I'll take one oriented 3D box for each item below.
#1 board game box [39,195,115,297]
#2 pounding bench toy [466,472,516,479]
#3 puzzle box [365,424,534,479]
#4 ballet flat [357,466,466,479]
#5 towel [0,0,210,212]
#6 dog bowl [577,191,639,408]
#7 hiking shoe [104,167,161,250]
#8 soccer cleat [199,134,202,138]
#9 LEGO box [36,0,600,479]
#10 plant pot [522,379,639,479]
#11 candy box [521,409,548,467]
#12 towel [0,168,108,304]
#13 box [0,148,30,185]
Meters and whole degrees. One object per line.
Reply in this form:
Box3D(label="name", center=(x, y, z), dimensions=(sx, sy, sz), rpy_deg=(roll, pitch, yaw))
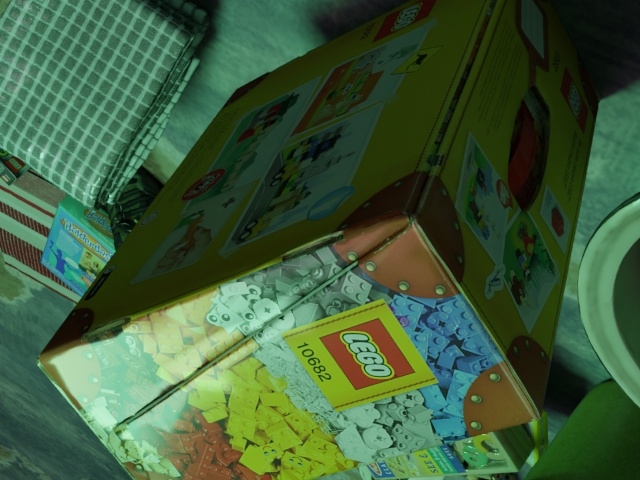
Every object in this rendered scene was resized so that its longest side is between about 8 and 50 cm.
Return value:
Box3D(label="board game box", center=(-0.366, 0.026, 1.879), dimensions=(0.160, 0.047, 0.210), rpy_deg=(40, 146, 2))
Box3D(label="pounding bench toy", center=(0.245, 0.361, 1.722), dimensions=(0.052, 0.083, 0.065), rpy_deg=(2, 129, 40))
Box3D(label="puzzle box", center=(0.065, 0.142, 1.509), dimensions=(0.272, 0.052, 0.409), rpy_deg=(-17, 114, 49))
Box3D(label="ballet flat", center=(0.125, 0.338, 1.772), dimensions=(0.108, 0.106, 0.316), rpy_deg=(32, 148, -18))
Box3D(label="towel", center=(-0.297, -0.212, 1.448), dimensions=(0.235, 0.121, 0.283), rpy_deg=(34, 106, 9))
Box3D(label="dog bowl", center=(0.472, 0.059, 1.141), dimensions=(0.408, 0.150, 0.408), rpy_deg=(25, 141, 21))
Box3D(label="hiking shoe", center=(-0.285, -0.041, 1.736), dimensions=(0.227, 0.114, 0.086), rpy_deg=(29, 143, 14))
Box3D(label="soccer cleat", center=(-0.018, -0.115, 1.428), dimensions=(0.318, 0.108, 0.116), rpy_deg=(-4, 122, 39))
Box3D(label="LEGO box", center=(0.030, -0.024, 1.069), dimensions=(0.373, 0.500, 0.193), rpy_deg=(-21, 115, 30))
Box3D(label="plant pot", center=(0.362, 0.319, 1.424), dimensions=(0.276, 0.254, 0.276), rpy_deg=(23, 142, 19))
Box3D(label="candy box", center=(0.228, 0.209, 1.555), dimensions=(0.206, 0.027, 0.105), rpy_deg=(42, 155, 42))
Box3D(label="towel", center=(-0.457, -0.013, 1.990), dimensions=(0.237, 0.037, 0.329), rpy_deg=(29, 145, 12))
Box3D(label="box", center=(-0.503, -0.195, 1.766), dimensions=(0.207, 0.114, 0.036), rpy_deg=(47, 143, -11))
